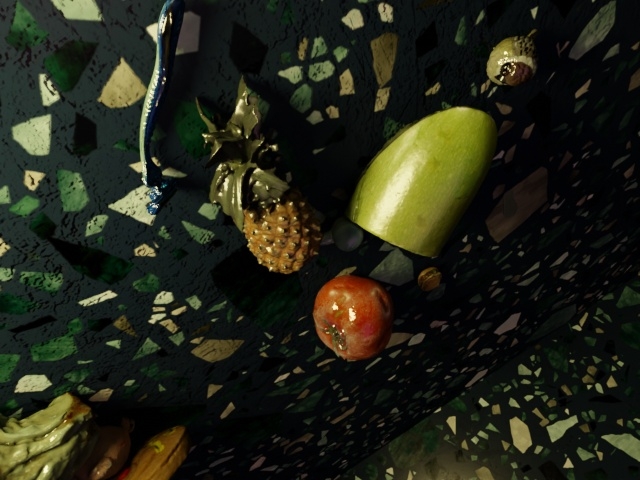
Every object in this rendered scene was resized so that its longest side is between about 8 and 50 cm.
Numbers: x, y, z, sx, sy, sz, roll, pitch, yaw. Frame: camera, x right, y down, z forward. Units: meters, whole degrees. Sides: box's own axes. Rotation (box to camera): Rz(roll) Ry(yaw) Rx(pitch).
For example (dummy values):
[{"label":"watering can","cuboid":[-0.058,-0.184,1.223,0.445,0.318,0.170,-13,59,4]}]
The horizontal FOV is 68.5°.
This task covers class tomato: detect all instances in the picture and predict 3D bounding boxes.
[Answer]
[{"label":"tomato","cuboid":[0.090,0.196,1.237,0.189,0.232,0.232,-30,146,-35]}]

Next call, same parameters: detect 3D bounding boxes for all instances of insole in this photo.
[{"label":"insole","cuboid":[0.574,-0.108,1.423,0.053,0.002,0.152,-35,142,2]}]

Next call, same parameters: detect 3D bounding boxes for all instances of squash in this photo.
[{"label":"squash","cuboid":[0.225,-0.143,1.001,0.234,0.210,0.309,17,107,-22]}]

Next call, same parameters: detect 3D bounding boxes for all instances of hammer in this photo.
[{"label":"hammer","cuboid":[0.000,0.000,1.066,0.194,0.116,0.069,-16,103,4]}]

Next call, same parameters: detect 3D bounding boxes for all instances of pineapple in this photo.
[{"label":"pineapple","cuboid":[-0.116,-0.095,0.840,0.166,0.165,0.364,-31,134,-4]}]

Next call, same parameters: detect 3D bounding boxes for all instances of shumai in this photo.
[{"label":"shumai","cuboid":[-0.591,0.466,0.987,0.263,0.304,0.309,-26,145,-28]}]

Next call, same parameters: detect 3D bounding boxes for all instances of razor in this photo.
[{"label":"razor","cuboid":[-0.242,-0.195,0.705,0.056,0.093,0.324,16,125,-2]}]

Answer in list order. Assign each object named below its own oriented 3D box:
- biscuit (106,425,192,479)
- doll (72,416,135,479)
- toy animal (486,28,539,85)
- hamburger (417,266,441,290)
[{"label":"biscuit","cuboid":[-0.514,0.619,1.206,0.394,0.070,0.350,-32,-174,12]},{"label":"doll","cuboid":[-0.629,0.557,1.180,0.303,0.201,0.156,-30,101,4]},{"label":"toy animal","cuboid":[0.406,-0.368,0.947,0.137,0.098,0.098,-36,142,3]},{"label":"hamburger","cuboid":[0.339,0.120,1.466,0.076,0.044,0.083,-22,143,-18]}]
